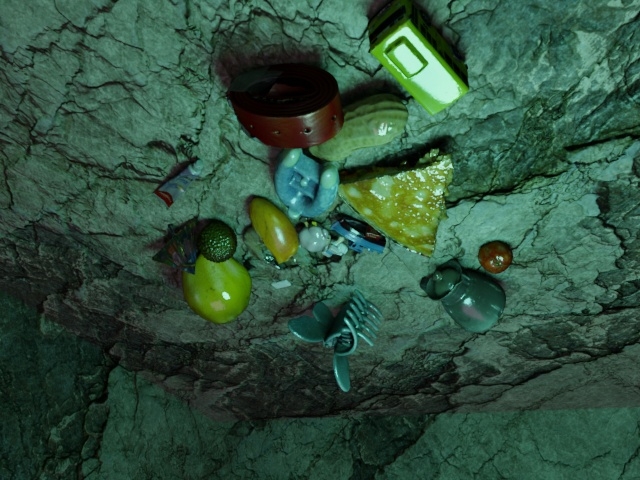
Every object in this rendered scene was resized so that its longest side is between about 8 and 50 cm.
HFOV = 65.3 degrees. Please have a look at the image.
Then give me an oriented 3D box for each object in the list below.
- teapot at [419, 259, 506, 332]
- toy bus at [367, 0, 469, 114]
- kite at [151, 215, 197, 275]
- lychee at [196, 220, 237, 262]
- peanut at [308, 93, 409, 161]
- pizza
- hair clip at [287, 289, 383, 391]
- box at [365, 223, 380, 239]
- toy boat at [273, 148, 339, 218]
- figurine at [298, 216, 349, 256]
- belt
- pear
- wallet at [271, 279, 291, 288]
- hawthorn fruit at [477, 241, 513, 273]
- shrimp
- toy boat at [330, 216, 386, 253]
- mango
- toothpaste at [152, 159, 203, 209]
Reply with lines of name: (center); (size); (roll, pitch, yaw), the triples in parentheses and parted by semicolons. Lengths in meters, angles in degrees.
teapot: (0.534, 0.186, 1.962); (0.285, 0.305, 0.223); (34, 100, -19)
toy bus: (0.236, -0.443, 1.207); (0.262, 0.150, 0.128); (35, 134, -29)
kite: (-0.550, 0.041, 1.972); (0.321, 0.016, 0.234); (-37, 80, 28)
lychee: (-0.390, 0.013, 1.891); (0.171, 0.171, 0.171); (6, 142, 4)
peanut: (0.099, -0.313, 1.415); (0.325, 0.140, 0.153); (-18, 175, 40)
pizza: (0.297, -0.150, 1.592); (0.440, 0.130, 0.406); (34, 136, -14)
hair clip: (0.106, 0.382, 2.145); (0.238, 0.318, 0.392); (-37, 96, 27)
box: (0.189, -0.044, 1.781); (0.051, 0.082, 0.023); (15, 140, -8)
toy boat: (-0.060, -0.162, 1.570); (0.215, 0.123, 0.330); (29, 160, -2)
figurine: (0.000, 0.000, 1.853); (0.229, 0.112, 0.137); (27, 160, -24)
belt: (-0.096, -0.360, 1.323); (0.324, 0.227, 0.115); (16, 146, 23)
pear: (-0.439, 0.182, 2.048); (0.336, 0.285, 0.285); (37, 135, -19)
wallet: (-0.175, 0.196, 2.220); (0.083, 0.011, 0.044); (-15, 136, 28)
hawthorn fruit: (0.634, 0.062, 1.804); (0.128, 0.128, 0.128); (6, 142, 4)
shrimp: (-0.153, 0.056, 1.989); (0.360, 0.085, 0.247); (33, 143, -21)
toy boat: (0.135, -0.013, 1.819); (0.223, 0.100, 0.097); (24, 123, -20)
mango: (-0.171, -0.046, 1.801); (0.252, 0.126, 0.154); (59, 161, -16)
toothpaste: (-0.496, -0.200, 1.753); (0.075, 0.048, 0.301); (29, 141, -30)
